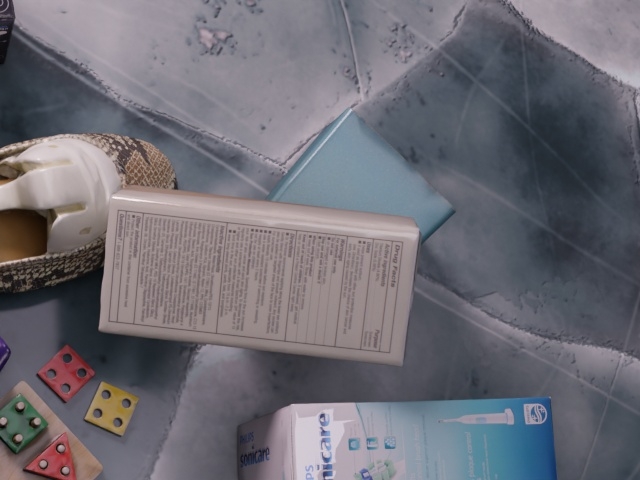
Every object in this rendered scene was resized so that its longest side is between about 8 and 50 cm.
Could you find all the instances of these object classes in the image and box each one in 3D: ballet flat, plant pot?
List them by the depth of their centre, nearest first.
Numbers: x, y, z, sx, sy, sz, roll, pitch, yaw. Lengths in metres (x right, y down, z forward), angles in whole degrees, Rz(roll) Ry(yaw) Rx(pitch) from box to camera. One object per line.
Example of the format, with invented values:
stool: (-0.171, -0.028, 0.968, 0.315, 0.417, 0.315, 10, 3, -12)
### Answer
ballet flat: (-0.359, -0.022, 1.326, 0.483, 0.182, 0.164, -14, 81, -22)
plant pot: (0.000, 0.000, 1.456, 0.165, 0.166, 0.234, 43, 80, -5)

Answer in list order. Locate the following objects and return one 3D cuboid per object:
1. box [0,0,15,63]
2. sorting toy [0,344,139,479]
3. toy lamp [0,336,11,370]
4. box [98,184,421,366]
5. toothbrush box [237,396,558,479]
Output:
box: (-0.438, -0.319, 1.394, 0.163, 0.142, 0.247, -9, 79, -19)
sorting toy: (-0.312, 0.232, 1.354, 0.274, 0.046, 0.132, -43, 93, -23)
toy lamp: (-0.434, 0.190, 1.308, 0.275, 0.080, 0.080, -42, 93, -21)
box: (-0.060, 0.033, 1.318, 0.311, 0.121, 0.148, 8, 98, 0)
toothbrush box: (0.077, 0.244, 1.393, 0.295, 0.216, 0.126, 2, 76, -19)
